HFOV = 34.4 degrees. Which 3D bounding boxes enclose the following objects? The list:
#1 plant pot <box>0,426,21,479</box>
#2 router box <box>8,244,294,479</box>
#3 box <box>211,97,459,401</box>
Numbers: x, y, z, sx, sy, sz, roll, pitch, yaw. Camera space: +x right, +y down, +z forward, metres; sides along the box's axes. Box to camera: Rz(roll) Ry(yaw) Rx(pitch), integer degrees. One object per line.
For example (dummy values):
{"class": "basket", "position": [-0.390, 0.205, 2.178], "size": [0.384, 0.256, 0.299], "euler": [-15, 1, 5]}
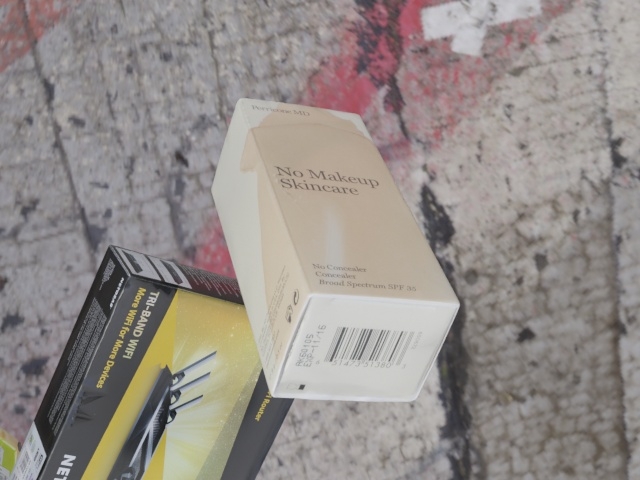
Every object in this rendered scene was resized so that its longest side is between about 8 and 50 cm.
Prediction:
{"class": "plant pot", "position": [-0.599, 0.386, 1.625], "size": [0.207, 0.227, 0.228], "euler": [-10, 149, 4]}
{"class": "router box", "position": [-0.165, 0.182, 1.104], "size": [0.243, 0.081, 0.309], "euler": [17, 105, -33]}
{"class": "box", "position": [0.000, 0.000, 0.982], "size": [0.148, 0.311, 0.121], "euler": [4, 126, -23]}
